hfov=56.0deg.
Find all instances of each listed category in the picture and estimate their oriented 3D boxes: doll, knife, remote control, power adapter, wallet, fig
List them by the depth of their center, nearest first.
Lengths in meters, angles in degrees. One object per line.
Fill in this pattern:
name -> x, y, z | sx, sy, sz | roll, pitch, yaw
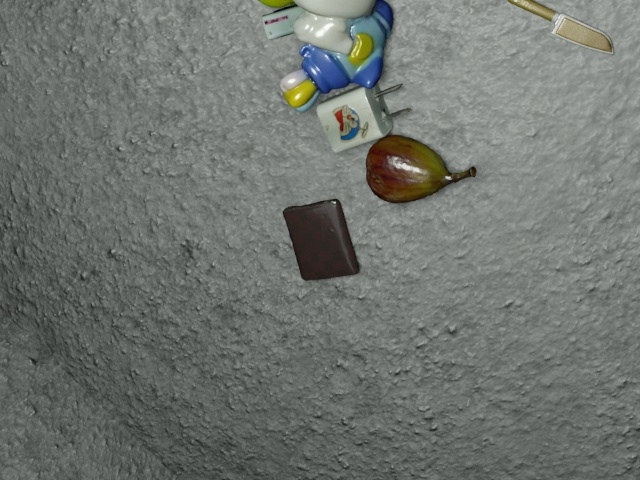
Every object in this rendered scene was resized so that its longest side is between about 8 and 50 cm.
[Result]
knife -> 0.512, -0.459, 1.282 | 0.256, 0.022, 0.046 | 26, 112, 1
doll -> 0.035, -0.479, 1.336 | 0.376, 0.187, 0.365 | -4, 128, 0
power adapter -> 0.115, -0.309, 1.443 | 0.205, 0.125, 0.130 | -17, 107, 27
fig -> 0.243, -0.168, 1.445 | 0.274, 0.145, 0.170 | 9, 119, 33
remote control -> -0.065, -0.536, 1.455 | 0.166, 0.029, 0.065 | -7, 113, 23
wallet -> 0.000, 0.000, 1.686 | 0.182, 0.049, 0.229 | -8, 110, 24

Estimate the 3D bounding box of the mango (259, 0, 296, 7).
mango -> -0.081, -0.657, 1.332 | 0.186, 0.149, 0.272 | 27, 118, 14
